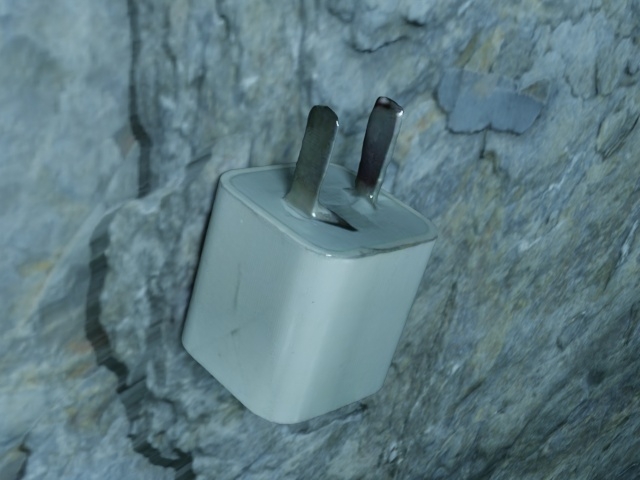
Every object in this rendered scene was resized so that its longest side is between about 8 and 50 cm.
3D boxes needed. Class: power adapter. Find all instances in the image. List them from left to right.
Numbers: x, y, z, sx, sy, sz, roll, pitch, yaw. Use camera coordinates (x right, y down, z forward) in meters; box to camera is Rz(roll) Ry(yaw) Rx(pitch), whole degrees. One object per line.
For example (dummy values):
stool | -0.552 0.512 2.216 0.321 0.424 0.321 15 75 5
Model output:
power adapter | 0.000 0.000 0.634 0.130 0.125 0.205 -9 126 -45
